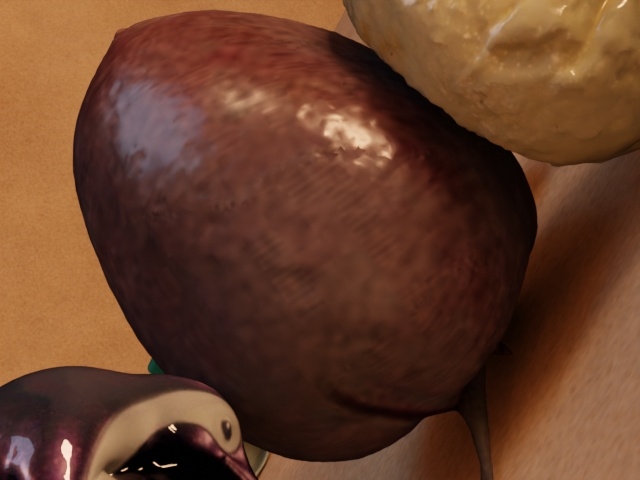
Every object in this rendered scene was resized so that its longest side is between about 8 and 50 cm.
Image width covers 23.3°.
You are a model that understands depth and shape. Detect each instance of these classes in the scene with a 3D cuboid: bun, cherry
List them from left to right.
[{"bbox_3d":[0.000,0.000,0.706,0.183,0.266,0.213,-43,-6,-1],"label":"cherry"},{"bbox_3d":[0.093,-0.109,0.657,0.111,0.164,0.188,-59,6,23],"label":"bun"}]

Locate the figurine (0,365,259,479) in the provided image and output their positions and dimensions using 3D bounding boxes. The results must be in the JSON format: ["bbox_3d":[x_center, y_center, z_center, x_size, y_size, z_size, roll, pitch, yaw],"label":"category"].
[{"bbox_3d":[-0.081,0.158,0.593,0.145,0.145,0.222,133,133,-62],"label":"figurine"}]

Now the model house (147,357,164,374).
[{"bbox_3d":[-0.076,0.078,1.358,0.149,0.100,0.127,-55,7,15],"label":"model house"}]

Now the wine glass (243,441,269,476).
[{"bbox_3d":[-0.079,0.150,1.221,0.073,0.073,0.155,-60,4,-3],"label":"wine glass"}]
